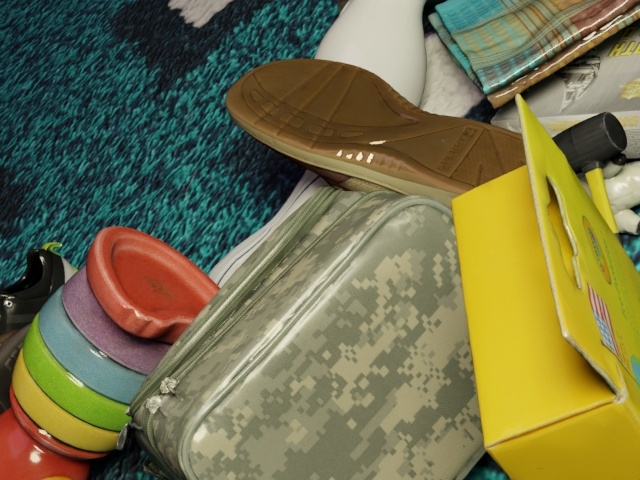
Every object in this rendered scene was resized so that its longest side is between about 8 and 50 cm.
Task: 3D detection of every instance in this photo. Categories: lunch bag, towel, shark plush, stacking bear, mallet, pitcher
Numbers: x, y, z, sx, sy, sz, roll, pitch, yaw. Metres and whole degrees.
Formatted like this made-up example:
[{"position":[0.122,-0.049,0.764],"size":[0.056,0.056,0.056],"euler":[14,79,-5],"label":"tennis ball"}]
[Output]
[{"position":[-0.007,0.109,0.976],"size":[0.305,0.212,0.256],"euler":[-47,18,-12],"label":"lunch bag"},{"position":[0.248,-0.260,1.203],"size":[0.271,0.040,0.370],"euler":[-33,18,10],"label":"towel"},{"position":[0.241,-0.037,1.053],"size":[0.161,0.073,0.067],"euler":[-24,9,47],"label":"shark plush"},{"position":[-0.227,0.144,1.151],"size":[0.289,0.175,0.164],"euler":[-52,47,16],"label":"stacking bear"},{"position":[0.225,-0.008,0.961],"size":[0.062,0.039,0.189],"euler":[-18,71,42],"label":"mallet"},{"position":[0.050,-0.207,1.334],"size":[0.178,0.126,0.207],"euler":[-21,50,63],"label":"pitcher"}]

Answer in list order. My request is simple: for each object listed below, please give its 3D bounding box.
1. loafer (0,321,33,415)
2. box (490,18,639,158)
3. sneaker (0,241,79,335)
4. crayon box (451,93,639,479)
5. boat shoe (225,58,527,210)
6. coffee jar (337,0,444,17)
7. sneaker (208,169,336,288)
[{"position":[-0.394,0.217,1.231],"size":[0.130,0.133,0.366],"euler":[-12,19,33],"label":"loafer"},{"position":[0.296,-0.152,1.085],"size":[0.231,0.056,0.183],"euler":[2,44,46],"label":"box"},{"position":[-0.377,0.103,1.422],"size":[0.084,0.097,0.234],"euler":[3,52,46],"label":"sneaker"},{"position":[0.169,0.090,0.711],"size":[0.081,0.318,0.202],"euler":[-25,36,21],"label":"crayon box"},{"position":[0.059,-0.066,1.100],"size":[0.342,0.123,0.123],"euler":[21,52,26],"label":"boat shoe"},{"position":[0.105,-0.318,1.457],"size":[0.184,0.079,0.096],"euler":[-27,36,19],"label":"coffee jar"},{"position":[0.000,0.000,1.200],"size":[0.258,0.094,0.091],"euler":[-46,44,7],"label":"sneaker"}]
